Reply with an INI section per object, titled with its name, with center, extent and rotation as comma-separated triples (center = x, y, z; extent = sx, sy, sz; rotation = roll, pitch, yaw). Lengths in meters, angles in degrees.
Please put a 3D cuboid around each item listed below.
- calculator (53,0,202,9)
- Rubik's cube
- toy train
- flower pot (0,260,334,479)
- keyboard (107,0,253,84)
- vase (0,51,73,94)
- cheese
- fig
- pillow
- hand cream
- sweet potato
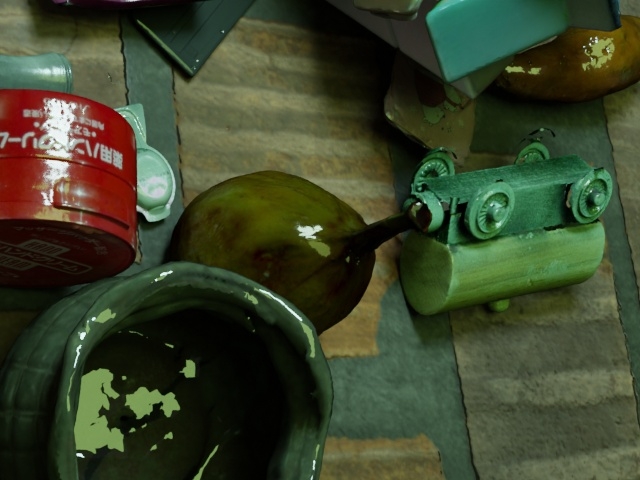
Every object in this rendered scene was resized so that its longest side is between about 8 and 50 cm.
[calculator]
center = -0.200, -0.285, 1.398
extent = 0.190, 0.034, 0.126
rotation = -8, 59, -32
[Rubik's cube]
center = 0.161, -0.385, 1.478
extent = 0.358, 0.368, 0.387
rotation = -44, 130, -30
[toy train]
center = 0.208, -0.017, 1.580
extent = 0.307, 0.126, 0.189
rotation = -10, 125, -37
[flower pot]
center = -0.126, 0.166, 1.191
extent = 0.302, 0.213, 0.302
rotation = 4, 82, -27
[keyboard]
center = -0.125, -0.259, 1.470
extent = 0.103, 0.041, 0.381
rotation = 44, 48, -15
[vase]
center = -0.333, -0.152, 1.257
extent = 0.214, 0.086, 0.086
rotation = -1, 76, -41
[cheese]
center = -0.181, -0.077, 1.371
extent = 0.067, 0.026, 0.120
rotation = -19, 86, -39
[fig]
center = -0.017, 0.028, 1.309
extent = 0.190, 0.290, 0.190
rotation = -9, 105, -33
[pillow]
center = 0.134, -0.207, 1.626
extent = 0.135, 0.049, 0.248
rotation = 28, 57, -27
[hand cream]
center = -0.254, -0.042, 1.204
extent = 0.193, 0.193, 0.125
rotation = 8, 67, -33
[sweet potato]
center = 0.351, -0.235, 1.753
extent = 0.359, 0.112, 0.112
rotation = -27, 92, -42
